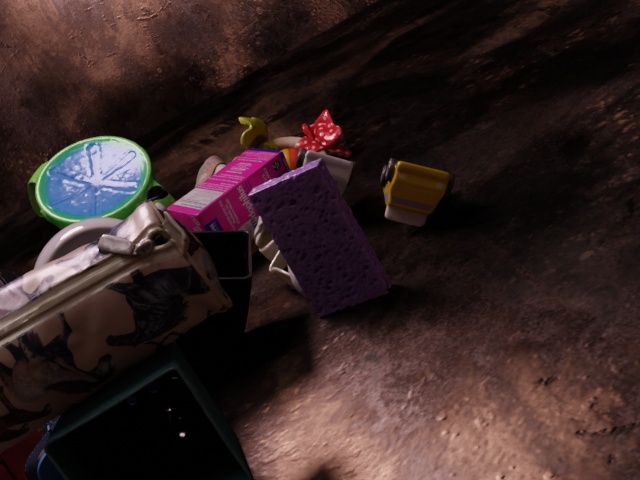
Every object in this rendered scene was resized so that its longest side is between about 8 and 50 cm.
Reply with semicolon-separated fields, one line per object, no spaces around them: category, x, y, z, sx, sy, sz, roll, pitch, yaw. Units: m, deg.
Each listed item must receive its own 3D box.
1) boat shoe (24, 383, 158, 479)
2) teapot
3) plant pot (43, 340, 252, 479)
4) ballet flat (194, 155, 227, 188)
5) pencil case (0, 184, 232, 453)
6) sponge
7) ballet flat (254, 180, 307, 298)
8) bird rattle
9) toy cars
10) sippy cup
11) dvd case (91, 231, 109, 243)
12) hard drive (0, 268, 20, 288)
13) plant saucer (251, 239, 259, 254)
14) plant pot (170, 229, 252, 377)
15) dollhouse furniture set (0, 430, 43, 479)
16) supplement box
boat shoe;-0.320;0.260;1.191;0.089;0.109;0.258;1;18;26
teapot;-0.389;0.070;1.533;0.256;0.253;0.187;-7;5;-16
plant pot;-0.202;0.220;1.035;0.165;0.166;0.234;-31;15;-3
ballet flat;-0.229;-0.096;1.911;0.106;0.108;0.316;-16;34;24
pencil case;-0.306;0.108;0.938;0.410;0.183;0.160;-32;59;-9
sponge;0.000;0.000;1.194;0.117;0.210;0.031;-23;18;24
ballet flat;-0.046;-0.006;1.419;0.139;0.139;0.400;-32;21;-5
bird rattle;-0.058;-0.168;1.808;0.253;0.143;0.207;3;46;-11
toy cars;0.072;-0.085;1.402;0.393;0.176;0.087;13;88;48
sippy cup;-0.433;-0.055;1.758;0.240;0.224;0.305;-33;55;-17
dvd case;-0.319;0.106;1.389;0.179;0.239;0.029;-35;-16;-13
hard drive;-0.790;0.162;1.937;0.237;0.064;0.339;-41;1;-11
plant saucer;-0.172;-0.005;1.691;0.200;0.037;0.200;-26;21;11
plant pot;-0.190;0.096;1.237;0.187;0.167;0.188;-2;20;-4
dollhouse furniture set;-0.533;0.240;1.127;0.201;0.374;0.152;-20;18;29
supplement box;-0.157;-0.069;1.606;0.220;0.111;0.114;-40;31;-27
